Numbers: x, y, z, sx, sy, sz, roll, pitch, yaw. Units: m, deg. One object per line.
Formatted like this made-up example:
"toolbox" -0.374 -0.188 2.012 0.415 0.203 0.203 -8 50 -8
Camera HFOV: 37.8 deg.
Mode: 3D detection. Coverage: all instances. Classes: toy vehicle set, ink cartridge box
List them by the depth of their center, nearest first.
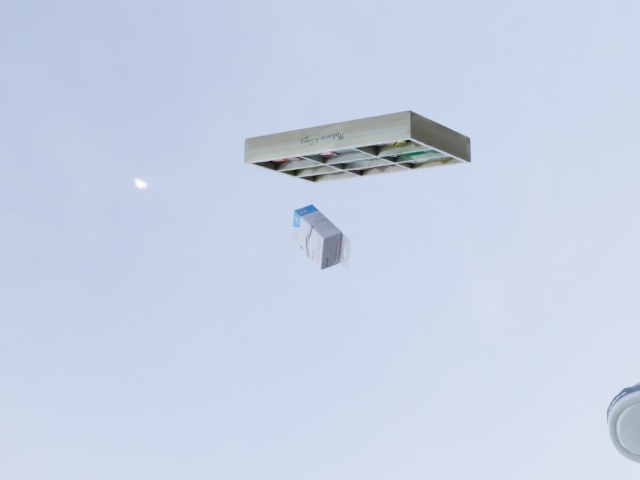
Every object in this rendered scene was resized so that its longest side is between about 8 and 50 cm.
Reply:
"ink cartridge box" 0.000 0.000 1.112 0.028 0.083 0.048 -19 -48 -28
"toy vehicle set" 0.049 -0.122 1.270 0.166 0.267 0.035 12 -103 -53

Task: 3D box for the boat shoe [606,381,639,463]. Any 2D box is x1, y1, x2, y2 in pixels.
"boat shoe" 0.481 0.179 1.034 0.099 0.320 0.116 -18 -84 -74
